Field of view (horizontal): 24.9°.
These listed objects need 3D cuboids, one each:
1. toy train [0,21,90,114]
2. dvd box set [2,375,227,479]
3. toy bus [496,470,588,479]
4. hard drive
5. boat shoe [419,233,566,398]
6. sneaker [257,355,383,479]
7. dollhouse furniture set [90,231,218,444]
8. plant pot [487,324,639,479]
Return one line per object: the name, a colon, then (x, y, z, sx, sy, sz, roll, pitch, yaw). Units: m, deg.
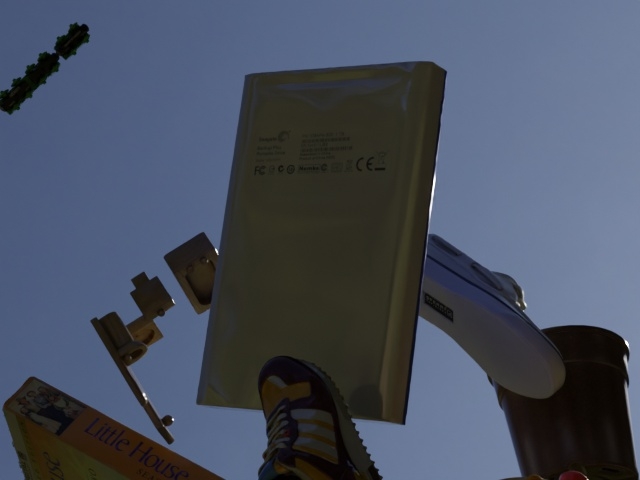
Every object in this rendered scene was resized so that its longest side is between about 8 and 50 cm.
toy train: (-0.188, -0.117, 0.983, 0.017, 0.024, 0.083, 44, -104, -6)
dvd box set: (-0.163, 0.349, 1.654, 0.062, 0.420, 0.307, -47, -31, -35)
toy bus: (0.159, 0.259, 1.129, 0.149, 0.211, 0.220, -15, -53, 38)
hard drive: (0.000, 0.000, 1.314, 0.040, 0.210, 0.319, 22, -108, -54)
boat shoe: (0.182, 0.074, 1.600, 0.088, 0.267, 0.096, -29, -47, -29)
sneaker: (-0.018, 0.161, 1.126, 0.084, 0.185, 0.069, -2, -50, -35)
dollhouse furniture set: (-0.142, 0.104, 1.518, 0.151, 0.123, 0.144, -32, -26, -7)
plant pot: (0.281, 0.207, 1.631, 0.167, 0.165, 0.167, -3, -36, -2)
